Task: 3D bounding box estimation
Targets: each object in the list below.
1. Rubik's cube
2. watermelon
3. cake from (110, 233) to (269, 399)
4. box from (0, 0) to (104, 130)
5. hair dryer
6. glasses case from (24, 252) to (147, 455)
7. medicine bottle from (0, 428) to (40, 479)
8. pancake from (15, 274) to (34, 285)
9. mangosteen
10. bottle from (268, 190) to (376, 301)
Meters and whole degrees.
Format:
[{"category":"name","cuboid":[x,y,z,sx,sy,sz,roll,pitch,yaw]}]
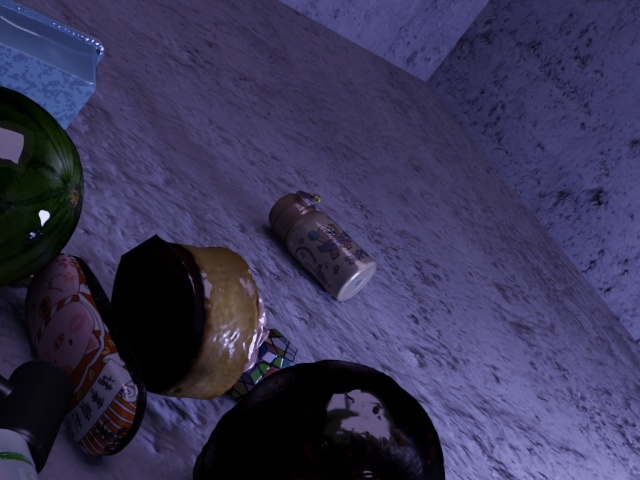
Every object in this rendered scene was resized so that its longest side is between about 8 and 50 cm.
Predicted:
[{"category":"Rubik's cube","cuboid":[-0.081,0.169,1.398,0.111,0.093,0.111,31,23,-15]},{"category":"watermelon","cuboid":[-0.388,-0.061,1.172,0.242,0.242,0.242,32,22,-15]},{"category":"cake","cuboid":[-0.139,0.093,1.299,0.178,0.207,0.185,-3,12,-42]},{"category":"box","cuboid":[-0.457,-0.267,1.611,0.227,0.162,0.130,21,38,-36]},{"category":"hair dryer","cuboid":[-0.366,0.131,1.028,0.255,0.070,0.128,37,22,-18]},{"category":"glasses case","cuboid":[-0.268,0.123,1.180,0.067,0.103,0.266,13,31,-43]},{"category":"medicine bottle","cuboid":[-0.274,0.260,0.913,0.086,0.086,0.183,17,29,-43]},{"category":"pancake","cuboid":[-0.400,0.006,1.318,0.116,0.022,0.129,20,28,-34]},{"category":"mangosteen","cuboid":[-0.003,0.260,1.150,0.233,0.287,0.287,53,24,10]},{"category":"bottle","cuboid":[0.000,0.000,1.849,0.209,0.110,0.097,46,22,18]}]
